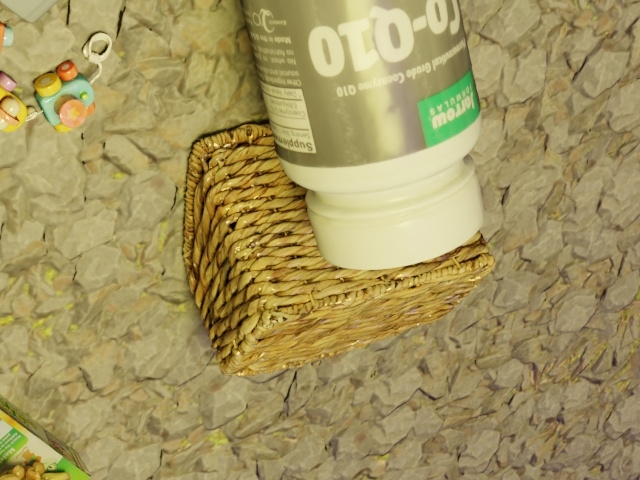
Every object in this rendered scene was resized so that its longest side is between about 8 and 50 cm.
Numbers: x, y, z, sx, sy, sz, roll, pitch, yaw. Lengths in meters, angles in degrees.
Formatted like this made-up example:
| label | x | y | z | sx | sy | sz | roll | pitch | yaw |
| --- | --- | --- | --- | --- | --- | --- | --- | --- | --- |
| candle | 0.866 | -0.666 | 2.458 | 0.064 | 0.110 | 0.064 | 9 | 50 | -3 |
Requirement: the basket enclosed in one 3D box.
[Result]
| label | x | y | z | sx | sy | sz | roll | pitch | yaw |
| --- | --- | --- | --- | --- | --- | --- | --- | --- | --- |
| basket | 0.000 | 0.000 | 1.776 | 0.299 | 0.223 | 0.213 | -14 | 161 | -26 |

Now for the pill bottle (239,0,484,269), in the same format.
| label | x | y | z | sx | sy | sz | roll | pitch | yaw |
| --- | --- | --- | --- | --- | --- | --- | --- | --- | --- |
| pill bottle | 0.041 | -0.169 | 1.541 | 0.204 | 0.204 | 0.361 | -23 | 114 | -20 |

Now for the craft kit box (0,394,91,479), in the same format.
| label | x | y | z | sx | sy | sz | roll | pitch | yaw |
| --- | --- | --- | --- | --- | --- | --- | --- | --- | --- |
| craft kit box | -0.410 | 0.267 | 1.712 | 0.250 | 0.061 | 0.246 | -42 | 132 | -2 |

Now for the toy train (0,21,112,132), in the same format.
| label | x | y | z | sx | sy | sz | roll | pitch | yaw |
| --- | --- | --- | --- | --- | --- | --- | --- | --- | --- |
| toy train | -0.270 | -0.153 | 1.512 | 0.166 | 0.046 | 0.125 | 3 | 119 | -36 |

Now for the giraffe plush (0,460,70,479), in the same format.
| label | x | y | z | sx | sy | sz | roll | pitch | yaw |
| --- | --- | --- | --- | --- | --- | --- | --- | --- | --- |
| giraffe plush | -0.314 | 0.325 | 1.697 | 0.210 | 0.181 | 0.170 | 29 | 92 | -9 |

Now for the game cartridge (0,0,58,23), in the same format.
| label | x | y | z | sx | sy | sz | roll | pitch | yaw |
| --- | --- | --- | --- | --- | --- | --- | --- | --- | --- |
| game cartridge | -0.261 | -0.318 | 1.348 | 0.198 | 0.062 | 0.297 | -37 | 147 | 11 |
